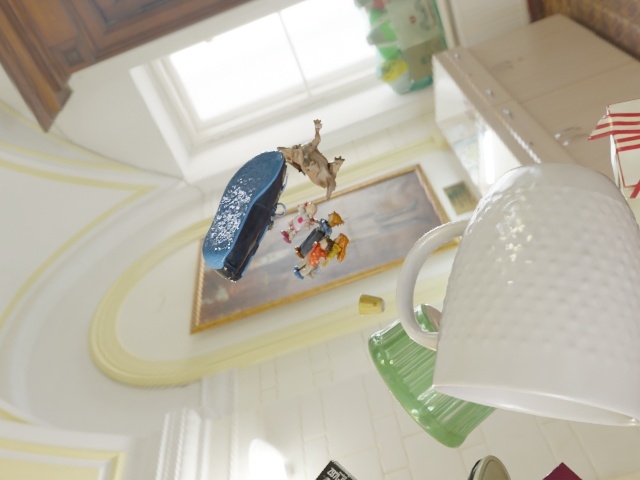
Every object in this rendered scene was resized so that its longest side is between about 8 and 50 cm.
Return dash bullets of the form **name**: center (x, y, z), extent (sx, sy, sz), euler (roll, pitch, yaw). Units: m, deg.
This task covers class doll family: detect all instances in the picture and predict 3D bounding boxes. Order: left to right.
- **doll family**: center (0.000, 0.000, 1.807), extent (0.118, 0.163, 0.263), euler (31, -157, -36)

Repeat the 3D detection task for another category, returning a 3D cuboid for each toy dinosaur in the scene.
- **toy dinosaur**: center (-0.014, -0.221, 1.964), extent (0.295, 0.127, 0.200), euler (57, 164, 24)

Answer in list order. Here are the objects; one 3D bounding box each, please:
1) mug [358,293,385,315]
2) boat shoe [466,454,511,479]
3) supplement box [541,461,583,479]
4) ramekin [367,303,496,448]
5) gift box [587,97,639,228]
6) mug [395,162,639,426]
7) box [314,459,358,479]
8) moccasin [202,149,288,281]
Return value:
- **mug**: center (0.144, 0.185, 1.817), extent (0.078, 0.064, 0.062), euler (-47, -46, -57)
- **boat shoe**: center (0.250, 0.529, 1.071), extent (0.127, 0.113, 0.340), euler (27, -127, -29)
- **supplement box**: center (0.564, 0.629, 1.545), extent (0.104, 0.081, 0.188), euler (42, 144, 33)
- **ramekin**: center (0.258, 0.282, 1.418), extent (0.303, 0.148, 0.303), euler (45, -167, -13)
- **gift box**: center (0.749, -0.168, 1.425), extent (0.258, 0.276, 0.255), euler (51, -149, -53)
- **mug**: center (0.280, 0.072, 0.953), extent (0.276, 0.374, 0.328), euler (31, -115, -48)
- **box**: center (0.045, 0.527, 1.210), extent (0.180, 0.147, 0.077), euler (36, 170, 20)
- **moccasin**: center (-0.168, -0.059, 1.495), extent (0.342, 0.138, 0.117), euler (-62, -37, -29)
